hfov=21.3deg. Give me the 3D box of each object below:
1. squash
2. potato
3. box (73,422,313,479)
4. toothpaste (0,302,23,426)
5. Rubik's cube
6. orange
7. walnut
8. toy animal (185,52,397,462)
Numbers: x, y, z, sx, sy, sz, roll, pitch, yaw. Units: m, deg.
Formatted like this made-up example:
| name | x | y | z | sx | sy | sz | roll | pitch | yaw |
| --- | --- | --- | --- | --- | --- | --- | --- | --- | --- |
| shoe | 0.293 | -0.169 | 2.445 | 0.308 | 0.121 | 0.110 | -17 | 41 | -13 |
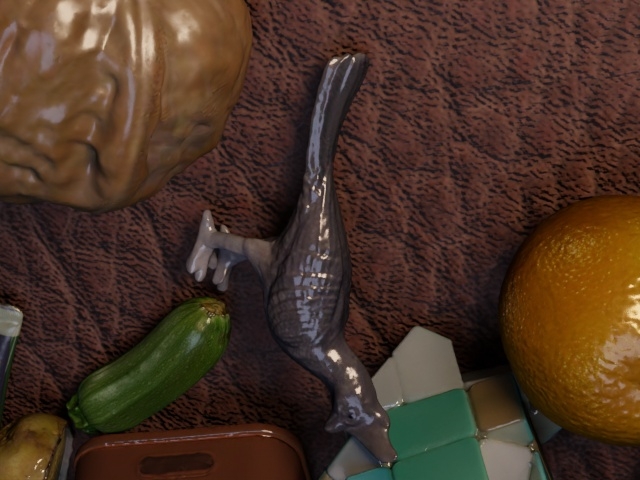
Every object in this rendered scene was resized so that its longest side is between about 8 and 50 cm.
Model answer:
| name | x | y | z | sx | sy | sz | roll | pitch | yaw |
| --- | --- | --- | --- | --- | --- | --- | --- | --- | --- |
| squash | -0.166 | 0.128 | 1.678 | 0.219 | 0.068 | 0.077 | -36 | 133 | 26 |
| potato | -0.314 | 0.266 | 1.736 | 0.081 | 0.164 | 0.200 | 14 | 119 | 1 |
| box | -0.115 | 0.384 | 1.722 | 0.239 | 0.229 | 0.339 | -6 | 135 | 8 |
| toothpaste | -0.370 | 0.219 | 1.770 | 0.098 | 0.061 | 0.392 | 10 | 123 | -2 |
| Rubik's cube | 0.113 | 0.221 | 1.636 | 0.265 | 0.213 | 0.224 | -19 | 136 | 6 |
| orange | 0.263 | 0.069 | 1.489 | 0.236 | 0.236 | 0.236 | 3 | 125 | 5 |
| walnut | -0.188 | -0.150 | 1.390 | 0.273 | 0.227 | 0.273 | 3 | 129 | 4 |
| toy animal | -0.027 | 0.016 | 1.556 | 0.205 | 0.081 | 0.367 | 1 | 100 | 35 |
